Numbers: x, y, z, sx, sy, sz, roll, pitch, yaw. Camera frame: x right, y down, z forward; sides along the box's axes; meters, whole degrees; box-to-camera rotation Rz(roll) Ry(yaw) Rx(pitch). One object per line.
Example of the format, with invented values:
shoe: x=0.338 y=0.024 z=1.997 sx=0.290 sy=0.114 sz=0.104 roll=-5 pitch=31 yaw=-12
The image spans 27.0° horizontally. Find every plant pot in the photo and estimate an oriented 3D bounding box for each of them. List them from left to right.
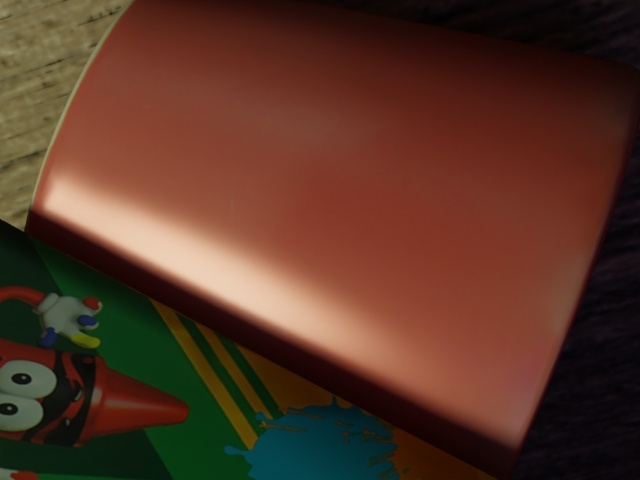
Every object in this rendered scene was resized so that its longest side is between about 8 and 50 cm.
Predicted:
plant pot: x=0.000 y=0.000 z=0.674 sx=0.243 sy=0.275 sz=0.275 roll=21 pitch=111 yaw=6

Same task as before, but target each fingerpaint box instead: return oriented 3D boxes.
fingerpaint box: x=-0.126 y=0.226 z=0.659 sx=0.371 sy=0.163 sz=0.445 roll=26 pitch=137 yaw=15
